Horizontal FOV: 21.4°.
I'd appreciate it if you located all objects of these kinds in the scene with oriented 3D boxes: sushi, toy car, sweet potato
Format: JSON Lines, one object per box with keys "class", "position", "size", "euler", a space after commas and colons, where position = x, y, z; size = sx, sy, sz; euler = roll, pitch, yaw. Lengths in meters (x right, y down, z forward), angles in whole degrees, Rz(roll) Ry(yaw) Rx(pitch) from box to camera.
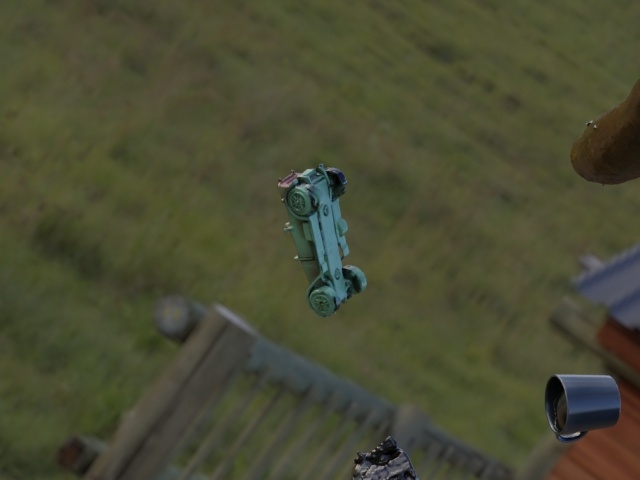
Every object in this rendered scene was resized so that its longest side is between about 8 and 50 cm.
{"class": "sushi", "position": [0.092, 0.330, 2.257], "size": [0.094, 0.084, 0.098], "euler": [61, -1, 43]}
{"class": "toy car", "position": [0.000, 0.000, 1.653], "size": [0.054, 0.143, 0.073], "euler": [-2, 20, 30]}
{"class": "sweet potato", "position": [0.294, -0.100, 1.589], "size": [0.077, 0.077, 0.244], "euler": [35, -18, 0]}

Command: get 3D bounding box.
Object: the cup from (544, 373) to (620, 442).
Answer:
{"class": "cup", "position": [0.338, 0.220, 2.200], "size": [0.077, 0.100, 0.078], "euler": [-2, 35, -15]}
